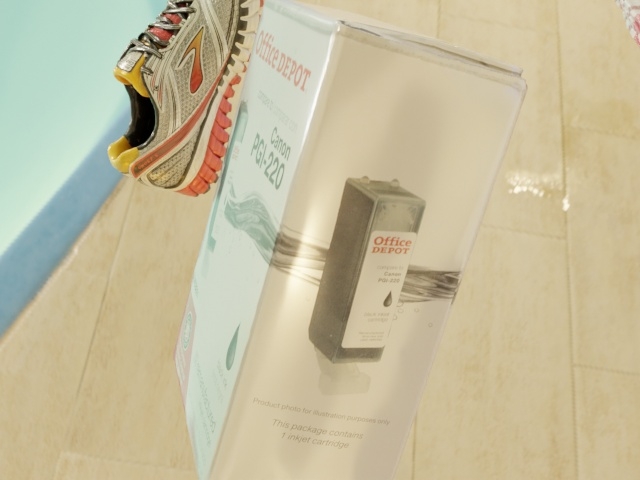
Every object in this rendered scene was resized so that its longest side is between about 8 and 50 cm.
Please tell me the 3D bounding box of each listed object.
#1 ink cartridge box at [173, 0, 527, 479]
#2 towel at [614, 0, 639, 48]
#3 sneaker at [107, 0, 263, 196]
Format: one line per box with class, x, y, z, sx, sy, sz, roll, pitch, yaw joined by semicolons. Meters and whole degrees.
ink cartridge box;0.000;0.000;0.444;0.092;0.218;0.158;13;15;-18
towel;0.258;-0.138;0.547;0.144;0.029;0.197;-5;38;8
sneaker;-0.110;-0.147;0.718;0.093;0.225;0.088;7;12;-34
